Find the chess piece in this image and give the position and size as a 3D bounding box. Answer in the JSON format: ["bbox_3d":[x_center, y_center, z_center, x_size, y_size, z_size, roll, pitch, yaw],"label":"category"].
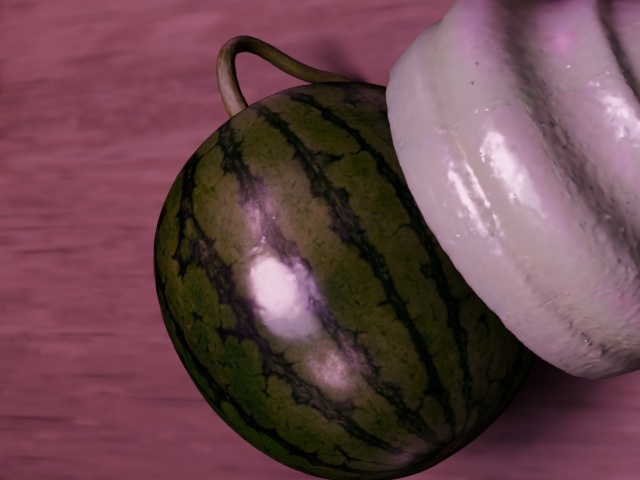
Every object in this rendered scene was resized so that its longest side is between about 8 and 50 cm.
[{"bbox_3d":[0.161,-0.076,0.591,0.272,0.139,0.139,-34,74,25],"label":"chess piece"}]

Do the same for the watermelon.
[{"bbox_3d":[0.000,0.000,0.711,0.140,0.141,0.187,-50,61,32],"label":"watermelon"}]
